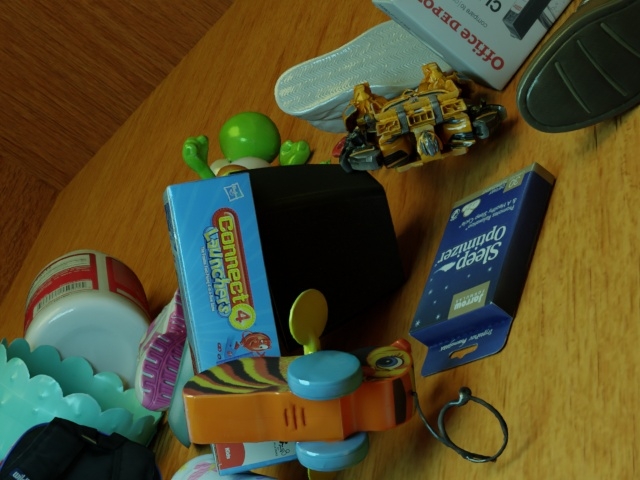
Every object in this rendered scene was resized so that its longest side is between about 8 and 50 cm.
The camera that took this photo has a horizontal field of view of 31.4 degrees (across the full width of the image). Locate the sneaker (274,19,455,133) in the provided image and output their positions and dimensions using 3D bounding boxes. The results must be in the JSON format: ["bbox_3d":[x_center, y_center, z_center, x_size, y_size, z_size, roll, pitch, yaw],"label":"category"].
[{"bbox_3d":[0.093,-0.244,1.714,0.293,0.169,0.108,-14,78,16],"label":"sneaker"}]

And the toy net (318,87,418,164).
[{"bbox_3d":[0.079,-0.138,1.668,0.232,0.045,0.122,-44,25,19],"label":"toy net"}]

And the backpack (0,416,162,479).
[{"bbox_3d":[-0.330,0.376,1.496,0.213,0.277,0.263,-56,11,39],"label":"backpack"}]

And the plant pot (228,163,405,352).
[{"bbox_3d":[0.000,0.000,1.392,0.167,0.187,0.188,-17,19,-6],"label":"plant pot"}]

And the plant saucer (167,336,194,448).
[{"bbox_3d":[-0.165,0.133,1.604,0.317,0.044,0.317,-166,90,-84],"label":"plant saucer"}]

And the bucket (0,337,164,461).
[{"bbox_3d":[-0.402,0.289,1.749,0.183,0.281,0.281,-65,20,-1],"label":"bucket"}]

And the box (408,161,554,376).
[{"bbox_3d":[0.167,0.030,1.207,0.136,0.036,0.225,-28,33,51],"label":"box"}]

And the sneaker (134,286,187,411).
[{"bbox_3d":[-0.240,0.188,1.807,0.111,0.103,0.252,-46,14,33],"label":"sneaker"}]

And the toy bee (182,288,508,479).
[{"bbox_3d":[0.028,0.155,1.100,0.162,0.298,0.195,-49,-23,-65],"label":"toy bee"}]

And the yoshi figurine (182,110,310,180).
[{"bbox_3d":[-0.120,-0.131,1.931,0.203,0.203,0.362,-39,17,-3],"label":"yoshi figurine"}]

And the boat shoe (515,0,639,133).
[{"bbox_3d":[0.327,-0.231,1.182,0.307,0.111,0.104,-40,18,11],"label":"boat shoe"}]

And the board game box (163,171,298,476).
[{"bbox_3d":[-0.110,0.082,1.294,0.308,0.086,0.302,-171,71,-81],"label":"board game box"}]

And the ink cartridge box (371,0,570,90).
[{"bbox_3d":[0.226,-0.360,1.467,0.273,0.197,0.114,-53,20,6],"label":"ink cartridge box"}]

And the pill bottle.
[{"bbox_3d":[-0.424,0.152,2.077,0.229,0.229,0.407,-53,19,5],"label":"pill bottle"}]

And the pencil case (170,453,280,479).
[{"bbox_3d":[-0.068,0.292,1.172,0.273,0.124,0.113,-3,97,62],"label":"pencil case"}]

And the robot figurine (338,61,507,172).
[{"bbox_3d":[0.116,-0.157,1.438,0.211,0.085,0.291,-17,15,2],"label":"robot figurine"}]
